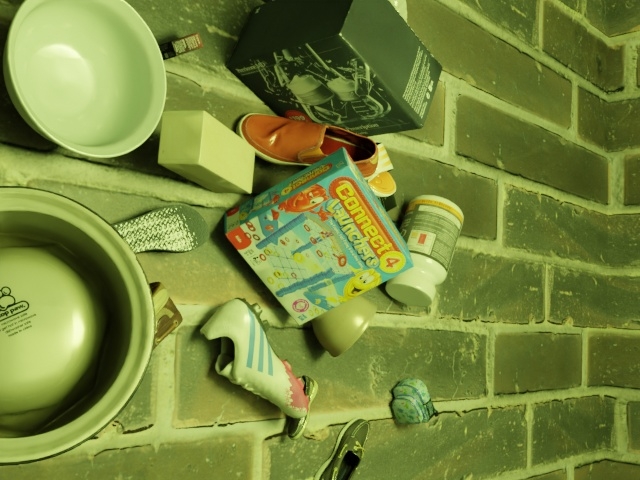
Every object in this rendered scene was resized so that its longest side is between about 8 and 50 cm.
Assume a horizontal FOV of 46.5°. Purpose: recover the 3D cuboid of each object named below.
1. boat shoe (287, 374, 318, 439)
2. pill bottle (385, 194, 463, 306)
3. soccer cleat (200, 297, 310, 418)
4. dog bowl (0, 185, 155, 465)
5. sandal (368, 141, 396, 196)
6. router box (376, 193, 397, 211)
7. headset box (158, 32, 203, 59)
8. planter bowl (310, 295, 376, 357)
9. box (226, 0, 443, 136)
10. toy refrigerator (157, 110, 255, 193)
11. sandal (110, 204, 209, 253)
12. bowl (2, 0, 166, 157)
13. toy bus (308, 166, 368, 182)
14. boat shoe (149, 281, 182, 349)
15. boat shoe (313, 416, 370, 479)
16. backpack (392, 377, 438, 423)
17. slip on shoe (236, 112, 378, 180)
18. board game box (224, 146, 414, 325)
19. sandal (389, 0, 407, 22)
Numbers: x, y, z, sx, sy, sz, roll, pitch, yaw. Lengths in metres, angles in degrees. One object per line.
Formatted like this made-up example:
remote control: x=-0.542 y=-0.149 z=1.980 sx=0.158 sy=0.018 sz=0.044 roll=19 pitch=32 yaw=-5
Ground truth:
boat shoe: x=-0.052 y=0.386 z=1.730 sx=0.049 sy=0.056 sz=0.152 roll=42 pitch=49 yaw=-32
pill bottle: x=0.279 y=0.028 z=2.020 sx=0.162 sy=0.162 sz=0.278 roll=43 pitch=58 yaw=-37
soccer cleat: x=-0.145 y=0.277 z=1.606 sx=0.143 sy=0.116 sz=0.331 roll=-38 pitch=114 yaw=-24
dog bowl: x=-0.470 y=0.132 z=1.135 sx=0.408 sy=0.150 sz=0.407 roll=8 pitch=71 yaw=-25
sandal: x=0.108 y=-0.227 z=1.851 sx=0.265 sy=0.076 sz=0.102 roll=53 pitch=46 yaw=-2
router box: x=0.126 y=-0.149 z=1.950 sx=0.133 sy=0.046 sz=0.178 roll=-29 pitch=108 yaw=-43
headset box: x=-0.284 y=-0.393 z=1.508 sx=0.083 sy=0.062 sz=0.032 roll=-36 pitch=114 yaw=-41
planter bowl: x=0.041 y=0.182 z=1.778 sx=0.109 sy=0.162 sz=0.162 roll=41 pitch=56 yaw=-8
box: x=0.032 y=-0.384 z=1.644 sx=0.312 sy=0.343 sz=0.178 roll=40 pitch=61 yaw=-38
toy refrigerator: x=-0.221 y=-0.168 z=1.470 sx=0.269 sy=0.094 sz=0.102 roll=26 pitch=67 yaw=-73
sandal: x=-0.336 y=-0.013 z=1.450 sx=0.255 sy=0.054 sz=0.097 roll=-10 pitch=88 yaw=-37
bowl: x=-0.428 y=-0.284 z=1.296 sx=0.298 sy=0.134 sz=0.297 roll=4 pitch=85 yaw=-48
toy bus: x=0.050 y=-0.070 z=1.807 sx=0.211 sy=0.150 sz=0.220 roll=55 pitch=48 yaw=-47
boat shoe: x=-0.368 y=0.228 z=1.349 sx=0.123 sy=0.123 sz=0.342 roll=58 pitch=44 yaw=-26
boat shoe: x=0.070 y=0.535 z=1.838 sx=0.227 sy=0.069 sz=0.081 roll=-52 pitch=124 yaw=-35
backpack: x=0.246 y=0.435 z=2.007 sx=0.084 sy=0.105 sz=0.114 roll=-26 pitch=102 yaw=-46
slip on shoe: x=-0.022 y=-0.222 z=1.664 sx=0.332 sy=0.101 sz=0.123 roll=15 pitch=61 yaw=-8
board game box: x=0.000 y=0.000 z=1.630 sx=0.308 sy=0.302 sz=0.086 roll=53 pitch=15 yaw=-31
sandal: x=0.147 y=-0.509 z=1.963 sx=0.169 sy=0.102 sz=0.416 roll=-28 pitch=122 yaw=-29
